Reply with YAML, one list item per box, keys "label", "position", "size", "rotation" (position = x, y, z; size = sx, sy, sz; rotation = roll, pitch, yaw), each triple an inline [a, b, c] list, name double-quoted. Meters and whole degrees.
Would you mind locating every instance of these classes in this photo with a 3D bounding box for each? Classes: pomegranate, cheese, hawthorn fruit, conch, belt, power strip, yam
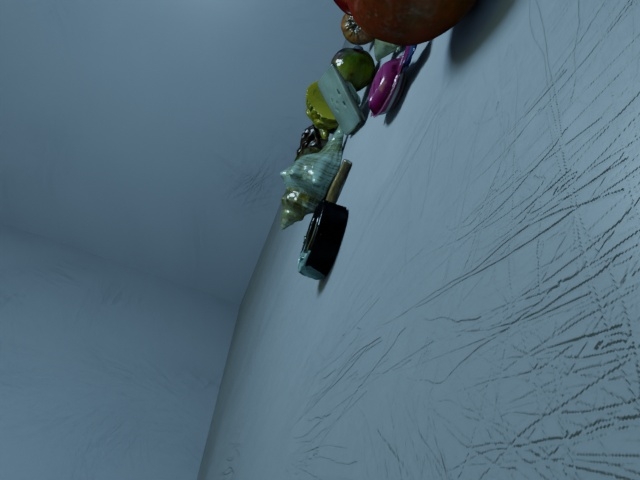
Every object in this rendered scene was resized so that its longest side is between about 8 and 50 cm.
- label: "pomegranate"
  position: [-0.019, -0.285, 2.138]
  size: [0.125, 0.163, 0.138]
  rotation: [46, 142, 37]
- label: "cheese"
  position: [0.166, -0.367, 1.288]
  size: [0.244, 0.062, 0.155]
  rotation: [126, 161, -57]
- label: "hawthorn fruit"
  position: [0.168, -0.799, 2.105]
  size: [0.189, 0.149, 0.149]
  rotation: [-29, -12, -28]
- label: "conch"
  position: [-0.038, -0.209, 1.873]
  size: [0.203, 0.169, 0.387]
  rotation: [31, 104, 55]
- label: "belt"
  position: [0.000, 0.000, 1.426]
  size: [0.151, 0.078, 0.199]
  rotation: [142, 146, -70]
- label: "power strip"
  position: [0.078, -0.430, 1.740]
  size: [0.064, 0.198, 0.213]
  rotation: [-31, 5, -10]
- label: "hawthorn fruit"
  position: [0.164, -0.470, 0.958]
  size: [0.284, 0.284, 0.285]
  rotation: [-160, 90, -81]
- label: "yam"
  position: [0.049, -0.162, 1.640]
  size: [0.032, 0.032, 0.146]
  rotation: [-94, 27, -70]

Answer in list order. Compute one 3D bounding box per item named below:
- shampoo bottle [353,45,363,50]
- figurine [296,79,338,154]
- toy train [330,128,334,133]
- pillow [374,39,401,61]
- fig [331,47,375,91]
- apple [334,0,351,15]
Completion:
- label: "shampoo bottle"
  position: [0.127, -0.660, 2.175]
  size: [0.072, 0.072, 0.214]
  rotation: [122, 165, -53]
- label: "figurine"
  position: [0.005, -0.431, 2.202]
  size: [0.168, 0.187, 0.315]
  rotation: [-44, -14, -29]
- label: "toy train"
  position: [0.056, -0.523, 2.307]
  size: [0.111, 0.071, 0.171]
  rotation: [114, 174, -71]
- label: "pillow"
  position: [0.200, -0.635, 1.528]
  size: [0.185, 0.074, 0.303]
  rotation: [-165, 83, -76]
- label: "fig"
  position: [0.092, -0.492, 1.840]
  size: [0.149, 0.149, 0.245]
  rotation: [-81, 3, -53]
- label: "apple"
  position: [0.149, -0.853, 1.778]
  size: [0.317, 0.288, 0.288]
  rotation: [-57, 1, -31]
